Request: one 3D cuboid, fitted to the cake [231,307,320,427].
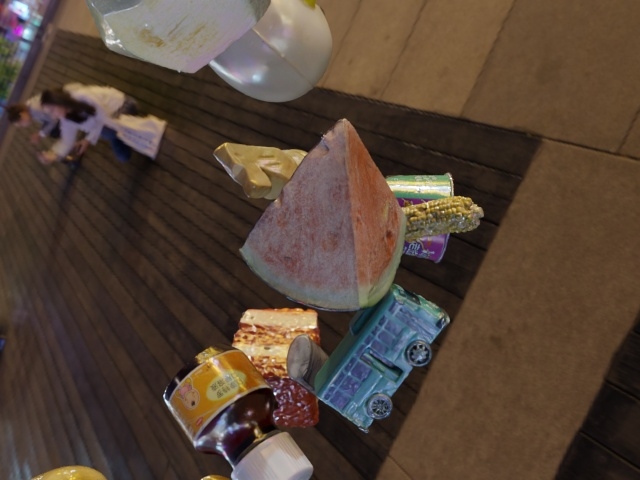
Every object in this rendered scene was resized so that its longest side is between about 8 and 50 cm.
[{"bbox_3d":[-0.131,0.399,2.176,0.319,0.270,0.270,-77,-15,-51],"label":"cake"}]

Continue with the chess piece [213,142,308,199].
[{"bbox_3d":[-0.115,-0.147,1.468,0.137,0.301,0.137,0,91,25],"label":"chess piece"}]

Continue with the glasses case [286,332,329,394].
[{"bbox_3d":[-0.018,0.318,1.713,0.060,0.299,0.114,4,71,14],"label":"glasses case"}]

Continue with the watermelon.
[{"bbox_3d":[0.055,-0.023,1.155,0.250,0.283,0.292,46,144,13],"label":"watermelon"}]

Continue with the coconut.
[{"bbox_3d":[-0.178,-0.313,0.799,0.237,0.237,0.197,-41,60,37],"label":"coconut"}]

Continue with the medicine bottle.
[{"bbox_3d":[-0.188,0.457,1.685,0.395,0.242,0.242,43,111,23],"label":"medicine bottle"}]

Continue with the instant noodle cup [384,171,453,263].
[{"bbox_3d":[0.235,-0.070,1.839,0.251,0.190,0.251,-174,90,-89],"label":"instant noodle cup"}]

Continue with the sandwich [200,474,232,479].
[{"bbox_3d":[-0.232,0.766,1.845,0.251,0.087,0.226,10,82,13],"label":"sandwich"}]

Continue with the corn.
[{"bbox_3d":[0.229,-0.044,1.577,0.288,0.086,0.086,-11,60,27],"label":"corn"}]

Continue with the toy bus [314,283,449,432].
[{"bbox_3d":[0.108,0.202,1.258,0.256,0.147,0.128,-55,6,6],"label":"toy bus"}]

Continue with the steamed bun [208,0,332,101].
[{"bbox_3d":[-0.149,-0.524,1.741,0.334,0.374,0.334,-47,4,4],"label":"steamed bun"}]

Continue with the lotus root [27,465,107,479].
[{"bbox_3d":[-0.441,0.459,1.159,0.303,0.131,0.146,-26,43,42],"label":"lotus root"}]
